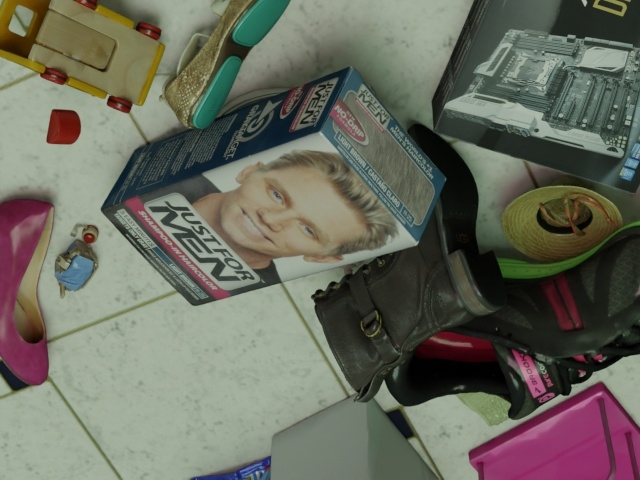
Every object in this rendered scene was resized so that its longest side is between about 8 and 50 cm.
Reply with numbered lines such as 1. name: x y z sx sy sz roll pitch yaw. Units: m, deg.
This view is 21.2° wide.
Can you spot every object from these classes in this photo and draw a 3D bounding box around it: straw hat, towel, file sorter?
1. straw hat: 0.281 -0.038 1.956 0.144 0.061 0.144 9 143 7
2. towel: 0.234 0.164 2.116 0.110 0.027 0.148 39 116 -23
3. file sorter: 0.353 0.371 2.159 0.202 0.182 0.291 -31 118 20

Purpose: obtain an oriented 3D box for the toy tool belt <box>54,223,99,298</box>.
1. toy tool belt: -0.286 0.027 2.019 0.052 0.051 0.083 24 120 -15

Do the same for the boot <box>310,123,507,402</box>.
1. boot: 0.076 0.024 1.922 0.229 0.263 0.091 -31 151 32

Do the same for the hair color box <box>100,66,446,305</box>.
1. hair color box: -0.057 -0.049 1.855 0.347 0.105 0.174 -17 126 41

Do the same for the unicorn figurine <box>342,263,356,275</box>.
1. unicorn figurine: 0.000 0.000 1.997 0.111 0.060 0.162 30 100 -21

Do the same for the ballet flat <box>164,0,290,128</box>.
1. ballet flat: -0.103 -0.218 1.836 0.067 0.073 0.206 38 96 24

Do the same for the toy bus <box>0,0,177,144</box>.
1. toy bus: -0.254 -0.208 1.830 0.104 0.191 0.202 22 135 40

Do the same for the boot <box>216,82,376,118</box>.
1. boot: -0.030 -0.126 1.892 0.190 0.086 0.069 -13 123 10

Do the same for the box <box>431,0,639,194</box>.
1. box: 0.283 -0.222 1.827 0.242 0.076 0.307 17 123 -9

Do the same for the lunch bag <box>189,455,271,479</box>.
1. lunch bag: -0.075 0.457 2.157 0.138 0.293 0.221 -19 122 14

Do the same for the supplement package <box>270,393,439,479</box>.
1. supplement package: 0.051 0.340 2.136 0.149 0.194 0.203 -29 118 18

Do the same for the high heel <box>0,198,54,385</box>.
1. high heel: -0.336 0.063 2.029 0.117 0.082 0.244 -7 111 18

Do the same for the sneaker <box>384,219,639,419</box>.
1. sneaker: 0.283 0.108 1.916 0.482 0.202 0.185 -13 129 31
